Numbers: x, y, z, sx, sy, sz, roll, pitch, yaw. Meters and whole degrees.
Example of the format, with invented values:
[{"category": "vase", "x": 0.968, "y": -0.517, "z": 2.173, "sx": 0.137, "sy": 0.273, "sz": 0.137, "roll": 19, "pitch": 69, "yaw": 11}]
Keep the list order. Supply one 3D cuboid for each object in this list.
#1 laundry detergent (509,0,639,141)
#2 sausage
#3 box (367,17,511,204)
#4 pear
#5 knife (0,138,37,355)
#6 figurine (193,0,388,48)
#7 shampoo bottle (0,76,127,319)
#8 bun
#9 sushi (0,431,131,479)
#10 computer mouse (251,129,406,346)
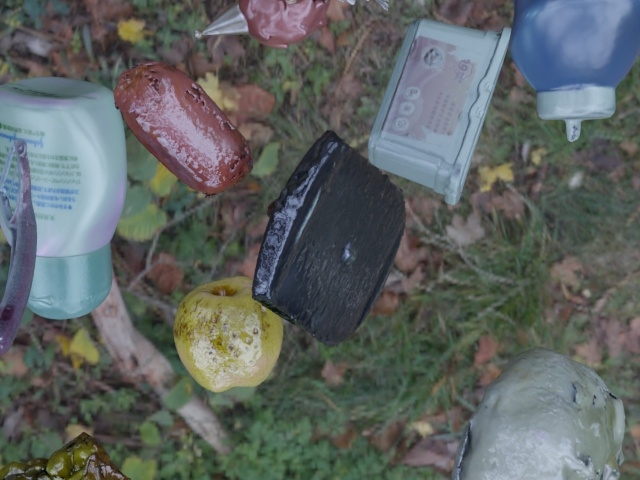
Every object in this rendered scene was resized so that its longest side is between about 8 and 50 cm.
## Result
[{"category": "laundry detergent", "x": 0.109, "y": -0.146, "z": 0.445, "sx": 0.061, "sy": 0.096, "sz": 0.206, "roll": -2, "pitch": 96, "yaw": 2}, {"category": "sausage", "x": -0.117, "y": -0.095, "z": 0.881, "sx": 0.076, "sy": 0.076, "sz": 0.141, "roll": -31, "pitch": 122, "yaw": 21}, {"category": "box", "x": 0.208, "y": -0.243, "z": 1.833, "sx": 0.182, "sy": 0.312, "sz": 0.175, "roll": 18, "pitch": 169, "yaw": 8}, {"category": "pear", "x": -0.137, "y": 0.145, "z": 1.539, "sx": 0.178, "sy": 0.178, "sz": 0.178, "roll": -2, "pitch": 130, "yaw": -2}, {"category": "knife", "x": -0.352, "y": 0.015, "z": 1.169, "sx": 0.053, "sy": 0.278, "sz": 0.123, "roll": 8, "pitch": 139, "yaw": -19}, {"category": "figurine", "x": -0.030, "y": -0.422, "z": 1.705, "sx": 0.387, "sy": 0.207, "sz": 0.166, "roll": -16, "pitch": 110, "yaw": 12}, {"category": "shampoo bottle", "x": -0.379, "y": -0.051, "z": 1.480, "sx": 0.222, "sy": 0.151, "sz": 0.349, "roll": 11, "pitch": 113, "yaw": 22}, {"category": "bun", "x": 0.234, "y": 0.230, "z": 1.050, "sx": 0.141, "sy": 0.239, "sz": 0.239, "roll": 22, "pitch": 137, "yaw": 29}, {"category": "sushi", "x": -0.281, "y": 0.340, "z": 1.061, "sx": 0.179, "sy": 0.167, "sz": 0.296, "roll": 2, "pitch": 129, "yaw": -43}, {"category": "computer mouse", "x": -0.004, "y": -0.002, "z": 0.953, "sx": 0.087, "sy": 0.168, "sz": 0.295, "roll": 24, "pitch": 173, "yaw": 22}]
